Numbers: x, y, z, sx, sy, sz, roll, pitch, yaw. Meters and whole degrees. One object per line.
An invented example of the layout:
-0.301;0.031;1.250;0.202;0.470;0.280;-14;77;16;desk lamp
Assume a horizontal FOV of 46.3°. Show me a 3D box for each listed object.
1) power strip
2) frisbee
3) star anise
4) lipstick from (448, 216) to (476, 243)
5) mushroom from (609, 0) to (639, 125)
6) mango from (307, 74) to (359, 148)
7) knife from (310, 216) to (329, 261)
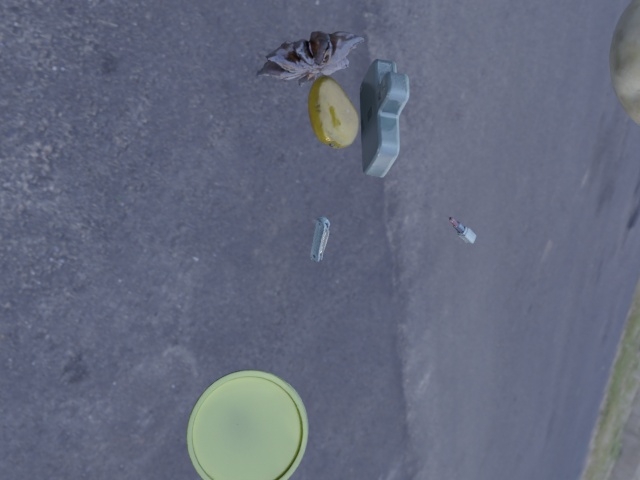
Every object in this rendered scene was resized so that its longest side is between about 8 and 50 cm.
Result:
0.144;-0.294;1.674;0.194;0.059;0.265;121;-27;-59;power strip
-0.136;0.363;1.415;0.236;0.236;0.017;-59;-169;-14;frisbee
-0.010;-0.327;1.318;0.195;0.182;0.065;-1;79;-52;star anise
0.343;-0.029;1.833;0.107;0.025;0.025;38;71;-40;lipstick
0.690;-0.322;1.288;0.314;0.336;0.315;-7;100;-44;mushroom
0.029;-0.333;1.946;0.137;0.098;0.195;-26;104;-38;mango
0.000;0.000;1.933;0.023;0.044;0.162;-32;152;-31;knife
